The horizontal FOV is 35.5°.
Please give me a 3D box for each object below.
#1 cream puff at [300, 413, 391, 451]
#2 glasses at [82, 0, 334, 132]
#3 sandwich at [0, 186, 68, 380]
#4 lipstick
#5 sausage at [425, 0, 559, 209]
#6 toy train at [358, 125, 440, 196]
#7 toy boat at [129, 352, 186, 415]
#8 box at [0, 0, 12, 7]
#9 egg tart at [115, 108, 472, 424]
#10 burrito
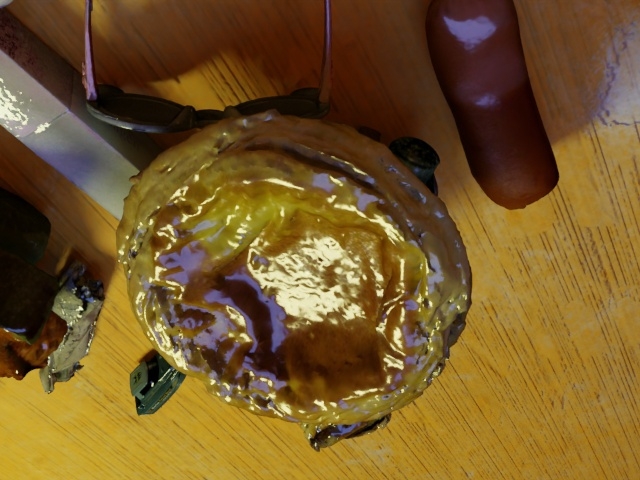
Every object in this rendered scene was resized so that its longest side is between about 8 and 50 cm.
[{"bbox_3d":[0.030,0.229,1.379,0.133,0.104,0.119,-34,165,36],"label":"cream puff"},{"bbox_3d":[-0.098,-0.224,0.904,0.234,0.118,0.268,1,118,-7],"label":"glasses"},{"bbox_3d":[-0.352,0.032,1.070,0.250,0.162,0.301,27,158,12],"label":"sandwich"},{"bbox_3d":[-0.230,-0.099,0.997,0.068,0.066,0.317,-26,135,21],"label":"lipstick"},{"bbox_3d":[0.173,-0.143,1.003,0.089,0.083,0.300,-13,136,15],"label":"sausage"},{"bbox_3d":[0.000,0.000,1.089,0.221,0.150,0.304,20,123,-9],"label":"toy train"},{"bbox_3d":[-0.207,0.175,1.316,0.060,0.055,0.141,15,135,-33],"label":"toy boat"},{"bbox_3d":[-0.414,-0.226,0.845,0.285,0.044,0.142,-14,136,7],"label":"box"},{"bbox_3d":[-0.021,0.019,0.945,0.352,0.150,0.352,9,125,14],"label":"egg tart"},{"bbox_3d":[-0.305,0.105,1.224,0.063,0.058,0.229,11,133,-14],"label":"burrito"}]
